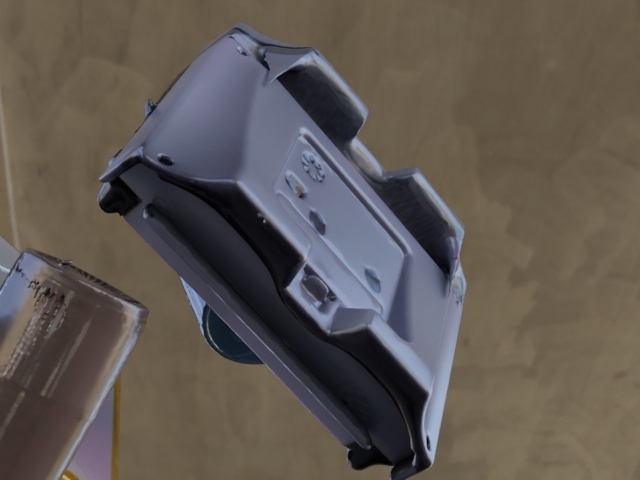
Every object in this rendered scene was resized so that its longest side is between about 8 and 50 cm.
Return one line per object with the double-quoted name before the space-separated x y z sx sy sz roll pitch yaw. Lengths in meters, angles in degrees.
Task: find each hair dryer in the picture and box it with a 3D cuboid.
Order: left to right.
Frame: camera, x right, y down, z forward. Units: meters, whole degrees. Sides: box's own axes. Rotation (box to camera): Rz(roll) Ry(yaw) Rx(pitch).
"hair dryer" -0.173 0.037 0.433 0.182 0.064 0.117 31 -94 -23

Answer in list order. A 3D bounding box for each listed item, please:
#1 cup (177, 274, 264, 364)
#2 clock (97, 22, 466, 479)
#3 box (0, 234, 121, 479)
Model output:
"cup" -0.043 0.017 0.868 0.177 0.155 0.131 25 -65 -33
"clock" 0.000 0.000 0.626 0.083 0.186 0.253 -32 -70 30
"box" -0.284 0.095 0.646 0.259 0.283 0.214 43 -86 -18
